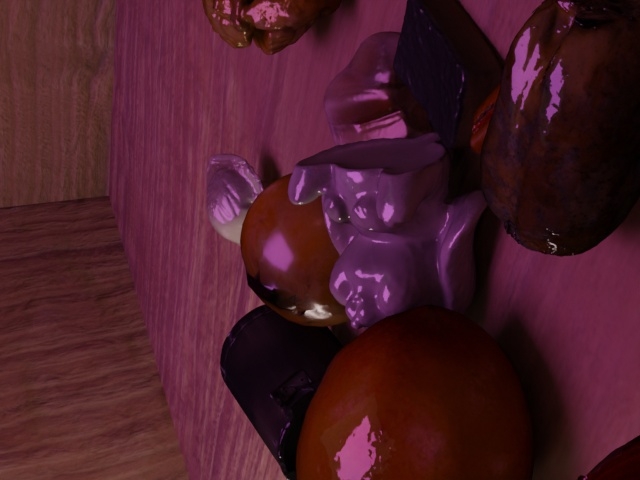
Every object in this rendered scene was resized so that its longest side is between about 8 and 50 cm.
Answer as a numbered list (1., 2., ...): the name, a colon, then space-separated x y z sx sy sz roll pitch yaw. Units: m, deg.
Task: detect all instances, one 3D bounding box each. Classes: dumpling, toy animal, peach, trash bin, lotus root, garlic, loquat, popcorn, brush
1. dumpling: -0.143 -0.076 2.297 0.166 0.126 0.215 -33 62 52
2. toy animal: 0.106 0.009 1.517 0.272 0.206 0.265 8 118 48
3. peach: 0.114 0.239 1.416 0.308 0.308 0.332 -137 53 -62
4. trash bin: -0.023 0.252 1.941 0.252 0.203 0.301 47 179 -31
5. lotus root: 0.241 -0.103 1.105 0.152 0.160 0.275 39 140 30
6. garlic: 0.070 -0.169 1.657 0.228 0.110 0.217 165 93 -71
7. loquat: -0.002 0.013 1.746 0.235 0.235 0.235 173 90 -71
8. popcorn: -0.092 -0.421 1.877 0.332 0.225 0.265 48 138 40
9. brush: 0.155 -0.210 1.458 0.197 0.059 0.123 -116 25 -43

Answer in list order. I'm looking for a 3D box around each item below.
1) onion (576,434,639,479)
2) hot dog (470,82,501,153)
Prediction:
1. onion: 0.305 0.287 0.857 0.341 0.341 0.341 173 90 -71
2. hot dog: 0.224 -0.148 1.279 0.235 0.062 0.092 128 135 -63
